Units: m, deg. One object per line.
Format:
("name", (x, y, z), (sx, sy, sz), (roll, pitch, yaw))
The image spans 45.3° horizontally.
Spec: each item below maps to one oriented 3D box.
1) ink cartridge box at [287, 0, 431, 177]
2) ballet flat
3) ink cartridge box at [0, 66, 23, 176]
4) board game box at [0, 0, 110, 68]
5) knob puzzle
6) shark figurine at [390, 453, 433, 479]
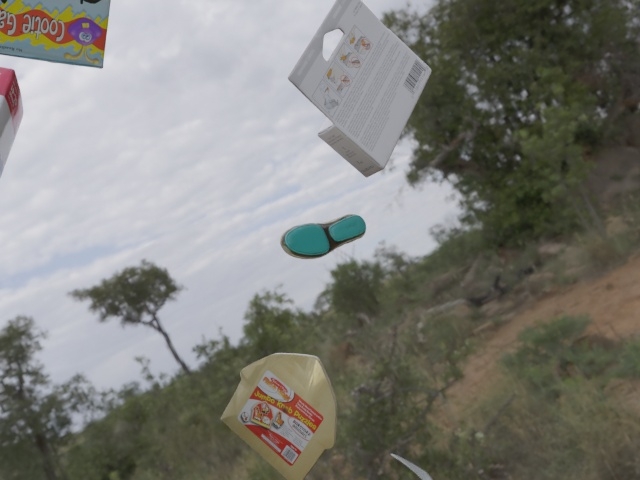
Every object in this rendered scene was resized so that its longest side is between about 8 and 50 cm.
("ink cartridge box", (0.072, -0.318, 1.528), (0.066, 0.261, 0.296), (-23, 33, 52))
("ballet flat", (0.000, 0.000, 1.170), (0.168, 0.057, 0.052), (-13, -12, -38))
("ink cartridge box", (-0.662, -0.164, 1.303), (0.226, 0.306, 0.131), (8, -37, -9))
("board game box", (-0.289, -0.338, 0.796), (0.142, 0.275, 0.144), (3, 23, -27))
("knob puzzle", (-0.049, 0.263, 1.225), (0.213, 0.213, 0.030), (-30, -10, 23))
("shark figurine", (0.152, 0.496, 1.233), (0.116, 0.278, 0.166), (16, -15, -22))
